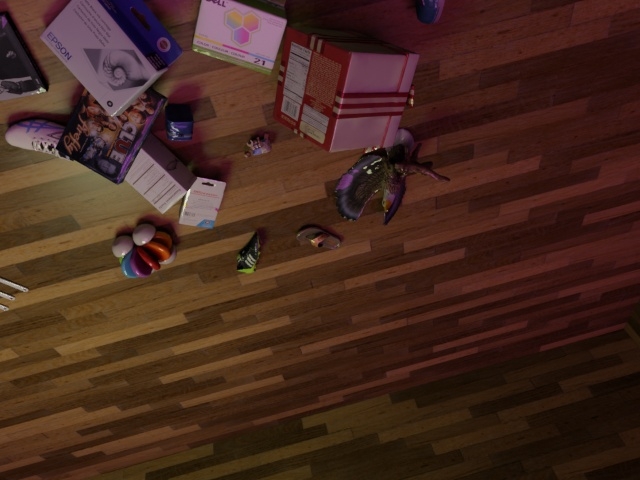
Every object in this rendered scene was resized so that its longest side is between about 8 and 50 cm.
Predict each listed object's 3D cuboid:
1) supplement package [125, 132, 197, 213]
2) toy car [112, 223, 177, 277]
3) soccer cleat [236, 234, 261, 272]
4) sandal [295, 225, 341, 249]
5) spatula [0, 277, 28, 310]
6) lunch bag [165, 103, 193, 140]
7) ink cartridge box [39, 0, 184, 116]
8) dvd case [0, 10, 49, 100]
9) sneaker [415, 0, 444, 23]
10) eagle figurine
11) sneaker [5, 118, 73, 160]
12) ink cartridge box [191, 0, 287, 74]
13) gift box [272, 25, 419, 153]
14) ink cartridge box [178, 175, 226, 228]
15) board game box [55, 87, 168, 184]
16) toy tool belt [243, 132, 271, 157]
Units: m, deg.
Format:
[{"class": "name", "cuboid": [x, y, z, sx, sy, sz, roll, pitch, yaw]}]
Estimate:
[{"class": "supplement package", "cuboid": [-0.437, -0.181, 1.268, 0.105, 0.105, 0.179, -37, 111, 19]}, {"class": "toy car", "cuboid": [-0.545, 0.051, 1.481, 0.181, 0.136, 0.159, -27, 135, 10]}, {"class": "soccer cleat", "cuboid": [-0.245, 0.049, 1.625, 0.072, 0.060, 0.179, 4, 135, -18]}, {"class": "sandal", "cuboid": [0.000, 0.000, 1.654, 0.180, 0.049, 0.072, 19, 126, -31]}, {"class": "spatula", "cuboid": [-1.071, 0.143, 1.502, 0.168, 0.019, 0.242, -36, 132, 18]}, {"class": "lunch bag", "cuboid": [-0.361, -0.296, 1.221, 0.067, 0.099, 0.065, -3, 137, -21]}, {"class": "ink cartridge box", "cuboid": [-0.453, -0.426, 1.038, 0.224, 0.045, 0.223, -36, 105, 17]}, {"class": "dvd case", "cuboid": [-0.767, -0.391, 1.057, 0.238, 0.030, 0.179, -12, 136, -4]}, {"class": "sneaker", "cuboid": [0.205, -0.633, 1.058, 0.120, 0.108, 0.302, -14, 128, -1]}, {"class": "eagle figurine", "cuboid": [0.204, -0.172, 1.482, 0.226, 0.225, 0.298, 50, 149, -3]}, {"class": "sneaker", "cuboid": [-0.657, -0.243, 1.196, 0.237, 0.086, 0.085, 5, 134, -19]}, {"class": "ink cartridge box", "cuboid": [-0.163, -0.526, 1.043, 0.188, 0.097, 0.255, 12, 130, -18]}, {"class": "gift box", "cuboid": [0.053, -0.350, 1.145, 0.258, 0.255, 0.277, -17, 137, -39]}, {"class": "ink cartridge box", "cuboid": [-0.351, -0.127, 1.416, 0.104, 0.062, 0.181, 9, 130, -23]}, {"class": "board game box", "cuboid": [-0.499, -0.280, 1.143, 0.165, 0.042, 0.243, 31, 102, -11]}, {"class": "toy tool belt", "cuboid": [-0.181, -0.268, 1.345, 0.083, 0.052, 0.051, -16, 105, -5]}]
